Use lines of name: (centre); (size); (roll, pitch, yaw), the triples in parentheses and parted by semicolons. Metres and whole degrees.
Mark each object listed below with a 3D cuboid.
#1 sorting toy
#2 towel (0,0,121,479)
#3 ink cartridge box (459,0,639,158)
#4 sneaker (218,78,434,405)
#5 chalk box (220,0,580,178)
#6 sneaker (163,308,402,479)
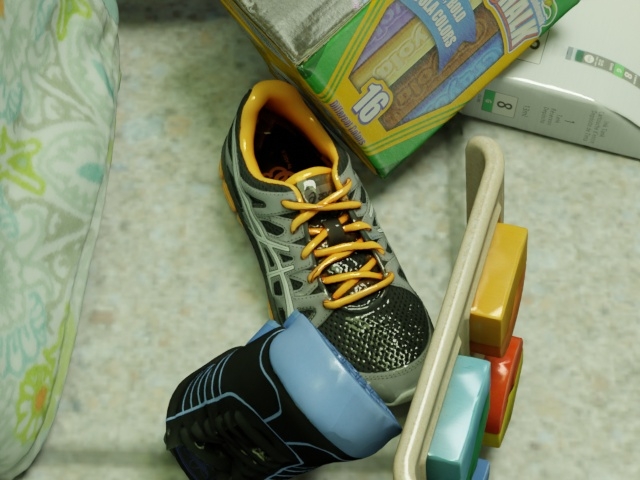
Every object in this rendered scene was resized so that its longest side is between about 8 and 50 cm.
sorting toy: (0.074, 0.083, 0.827); (0.038, 0.193, 0.208); (8, 57, 11)
towel: (-0.202, -0.090, 0.832); (0.090, 0.374, 0.320); (-2, 58, 15)
ink cartridge box: (0.216, -0.136, 1.055); (0.225, 0.056, 0.181); (14, 59, 9)
sneaker: (0.000, 0.000, 0.944); (0.084, 0.083, 0.215); (-24, 63, -18)
chalk box: (0.056, -0.171, 0.977); (0.213, 0.132, 0.132); (-41, 53, -2)
sneaker: (-0.027, 0.090, 0.814); (0.090, 0.232, 0.081); (-41, 92, -9)
